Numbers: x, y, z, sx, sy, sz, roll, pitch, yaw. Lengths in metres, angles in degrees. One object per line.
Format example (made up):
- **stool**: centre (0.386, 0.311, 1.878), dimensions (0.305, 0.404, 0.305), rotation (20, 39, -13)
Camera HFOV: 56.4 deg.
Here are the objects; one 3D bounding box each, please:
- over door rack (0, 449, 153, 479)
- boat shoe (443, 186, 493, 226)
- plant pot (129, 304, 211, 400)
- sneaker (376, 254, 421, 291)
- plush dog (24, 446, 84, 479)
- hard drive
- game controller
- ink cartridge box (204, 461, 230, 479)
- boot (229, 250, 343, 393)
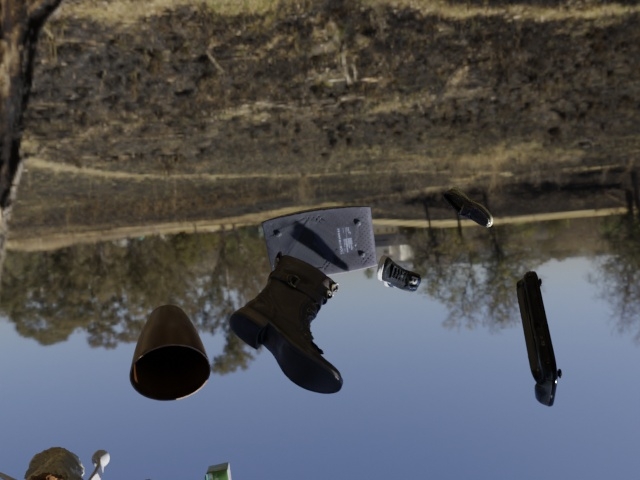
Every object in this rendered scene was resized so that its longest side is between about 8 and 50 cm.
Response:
- **over door rack**: centre (-0.313, 0.395, 0.766), dimensions (0.324, 0.239, 0.108), rotation (-5, -164, 25)
- **boat shoe**: centre (0.385, -0.082, 1.575), dimensions (0.049, 0.056, 0.152), rotation (-23, -130, -34)
- **plant pot**: centre (-0.435, 0.299, 1.711), dimensions (0.215, 0.215, 0.230), rotation (-4, -145, -15)
- **sneaker**: centre (0.249, 0.105, 1.843), dimensions (0.121, 0.079, 0.217), rotation (13, 169, 19)
- **plush dog**: centre (-0.469, 0.480, 0.962), dimensions (0.262, 0.225, 0.210), rotation (35, 163, 22)
- **hard drive**: centre (0.000, 0.000, 1.419), dimensions (0.255, 0.172, 0.054), rotation (-8, -156, 4)
- **game controller**: centre (0.523, 0.230, 1.432), dimensions (0.067, 0.319, 0.166), rotation (-10, 134, 18)
- **ink cartridge box**: centre (-0.276, 0.682, 1.639), dimensions (0.062, 0.109, 0.209), rotation (-8, 167, -10)
- **boot**: centre (-0.024, 0.144, 1.153), dimensions (0.229, 0.263, 0.091), rotation (-46, 170, -47)
